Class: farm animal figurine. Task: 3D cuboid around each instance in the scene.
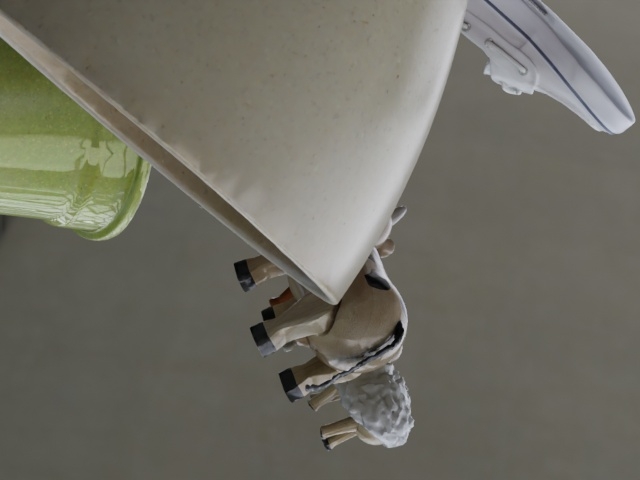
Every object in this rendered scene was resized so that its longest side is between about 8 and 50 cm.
[{"bbox_3d":[0.000,0.000,1.676,0.172,0.330,0.327,-25,-125,5],"label":"farm animal figurine"}]

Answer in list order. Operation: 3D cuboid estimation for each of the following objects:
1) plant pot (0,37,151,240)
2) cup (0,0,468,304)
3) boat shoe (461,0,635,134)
[{"bbox_3d":[-0.338,-0.131,1.782,0.254,0.276,0.276,-3,-147,-32],"label":"plant pot"},{"bbox_3d":[-0.045,-0.157,1.013,0.237,0.331,0.331,-50,-128,-3],"label":"cup"},{"bbox_3d":[0.197,-0.188,1.743,0.258,0.084,0.095,46,-158,5],"label":"boat shoe"}]
